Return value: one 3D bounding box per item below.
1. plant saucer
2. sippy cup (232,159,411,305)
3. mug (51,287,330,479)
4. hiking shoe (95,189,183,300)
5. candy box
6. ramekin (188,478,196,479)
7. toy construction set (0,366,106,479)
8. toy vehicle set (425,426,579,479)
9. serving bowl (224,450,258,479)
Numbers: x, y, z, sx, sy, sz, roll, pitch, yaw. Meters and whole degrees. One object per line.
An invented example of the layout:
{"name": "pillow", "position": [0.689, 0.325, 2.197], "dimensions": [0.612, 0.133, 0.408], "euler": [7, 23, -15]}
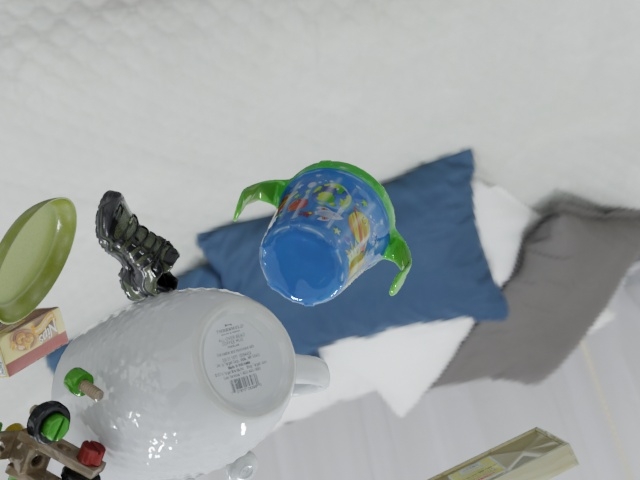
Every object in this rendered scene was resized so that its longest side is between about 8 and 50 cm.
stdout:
{"name": "plant saucer", "position": [-0.503, 0.029, 1.757], "dimensions": [0.037, 0.241, 0.241], "euler": [24, 153, 10]}
{"name": "sippy cup", "position": [0.000, 0.000, 1.875], "dimensions": [0.305, 0.224, 0.240], "euler": [-7, 113, 23]}
{"name": "mug", "position": [-0.159, 0.209, 1.512], "dimensions": [0.374, 0.276, 0.328], "euler": [6, 159, -38]}
{"name": "hiking shoe", "position": [-0.287, 0.006, 1.666], "dimensions": [0.114, 0.086, 0.227], "euler": [-1, 134, 16]}
{"name": "candy box", "position": [-0.700, 0.211, 2.086], "dimensions": [0.316, 0.088, 0.183], "euler": [-6, -165, 28]}
{"name": "ramekin", "position": [-0.319, 0.580, 1.984], "dimensions": [0.135, 0.277, 0.277], "euler": [-31, 148, 33]}
{"name": "toy construction set", "position": [-0.457, 0.326, 1.414], "dimensions": [0.257, 0.237, 0.309], "euler": [-27, 130, -41]}
{"name": "toy vehicle set", "position": [0.246, 0.369, 1.561], "dimensions": [0.267, 0.035, 0.166], "euler": [-25, 180, -4]}
{"name": "serving bowl", "position": [-0.172, 0.510, 2.274], "dimensions": [0.083, 0.027, 0.083], "euler": [-17, 121, -32]}
